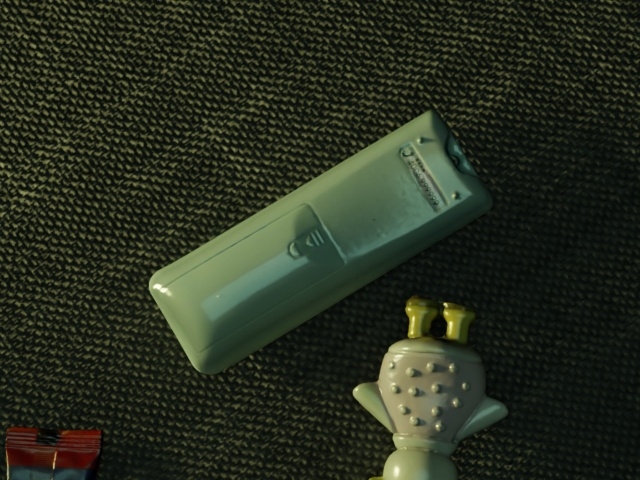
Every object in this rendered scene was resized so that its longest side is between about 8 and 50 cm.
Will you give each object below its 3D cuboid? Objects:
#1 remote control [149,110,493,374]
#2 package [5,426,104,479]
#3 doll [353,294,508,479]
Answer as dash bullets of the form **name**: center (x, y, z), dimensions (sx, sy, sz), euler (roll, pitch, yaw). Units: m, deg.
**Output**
- **remote control**: center (0.000, 0.000, 1.218), dimensions (0.293, 0.051, 0.103), euler (-31, 81, -5)
- **package**: center (-0.228, 0.256, 1.191), dimensions (0.083, 0.022, 0.200), euler (3, 80, 0)
- **doll**: center (0.087, 0.151, 1.178), dimensions (0.129, 0.081, 0.207), euler (8, 83, 9)
